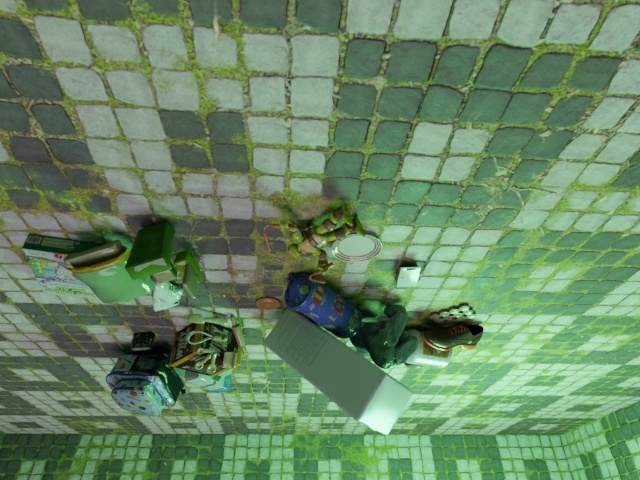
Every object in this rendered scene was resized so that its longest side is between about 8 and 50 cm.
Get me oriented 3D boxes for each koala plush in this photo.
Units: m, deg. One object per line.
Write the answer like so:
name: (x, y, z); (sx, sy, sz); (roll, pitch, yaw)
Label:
koala plush: (0.186, 0.341, 1.509); (0.221, 0.203, 0.196); (-1, 118, 46)

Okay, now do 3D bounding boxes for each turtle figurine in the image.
turtle figurine: (0.000, 0.000, 1.111); (0.218, 0.087, 0.269); (-27, 129, 20)

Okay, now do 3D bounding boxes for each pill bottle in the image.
pill bottle: (0.374, 0.408, 1.647); (0.230, 0.131, 0.131); (13, 142, -19)

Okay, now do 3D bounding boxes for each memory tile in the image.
memory tile: (0.479, 0.271, 1.561); (0.148, 0.012, 0.113); (-24, 139, 27)

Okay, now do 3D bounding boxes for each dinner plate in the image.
dinner plate: (0.100, 0.018, 1.197); (0.141, 0.017, 0.141); (0, 144, 0)

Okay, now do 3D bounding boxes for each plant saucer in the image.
plant saucer: (-0.179, 0.217, 1.469); (0.084, 0.013, 0.083); (0, 144, 0)

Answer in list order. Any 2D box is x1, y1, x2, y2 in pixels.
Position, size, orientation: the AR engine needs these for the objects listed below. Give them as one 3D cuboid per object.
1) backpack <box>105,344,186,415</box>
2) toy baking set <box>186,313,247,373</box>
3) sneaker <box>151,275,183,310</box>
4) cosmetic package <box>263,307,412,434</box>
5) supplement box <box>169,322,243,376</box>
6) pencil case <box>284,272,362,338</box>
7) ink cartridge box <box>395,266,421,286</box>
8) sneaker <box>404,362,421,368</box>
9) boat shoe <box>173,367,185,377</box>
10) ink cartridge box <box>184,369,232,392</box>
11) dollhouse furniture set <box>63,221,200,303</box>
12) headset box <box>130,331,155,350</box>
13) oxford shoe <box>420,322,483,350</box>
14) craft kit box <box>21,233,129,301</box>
backpack: (-0.726, 0.580, 1.759); (0.264, 0.213, 0.276); (3, 124, 18)
toy baking set: (-0.363, 0.355, 1.517); (0.197, 0.256, 0.030); (-21, -162, -32)
sneaker: (-0.474, 0.155, 1.339); (0.094, 0.080, 0.212); (-2, 153, -19)
cosmetic package: (0.046, 0.415, 1.413); (0.453, 0.161, 0.230); (26, 166, 42)
supplement box: (-0.431, 0.412, 1.635); (0.194, 0.129, 0.191); (28, 135, -35)
pencil case: (0.007, 0.214, 1.379); (0.133, 0.119, 0.306); (-18, 141, 32)
ink cartridge box: (0.265, 0.102, 1.307); (0.063, 0.029, 0.115); (-1, 143, 2)
sneaker: (0.449, 0.496, 1.845); (0.189, 0.066, 0.071); (-9, 127, 2)
boat shoe: (-0.556, 0.577, 1.919); (0.220, 0.077, 0.070); (21, 180, -19)
ink cartridge box: (-0.462, 0.540, 1.803); (0.082, 0.139, 0.190); (-18, 141, 24)
dollhouse furniture set: (-0.492, 0.105, 1.115); (0.302, 0.151, 0.197); (-17, 130, 2)
headset box: (-0.685, 0.387, 1.652); (0.084, 0.062, 0.032); (-8, 143, 8)
oxford shoe: (0.489, 0.342, 1.598); (0.272, 0.096, 0.098); (6, 125, -30)
craft kit box: (-0.687, 0.088, 1.248); (0.250, 0.060, 0.246); (9, 146, -13)
